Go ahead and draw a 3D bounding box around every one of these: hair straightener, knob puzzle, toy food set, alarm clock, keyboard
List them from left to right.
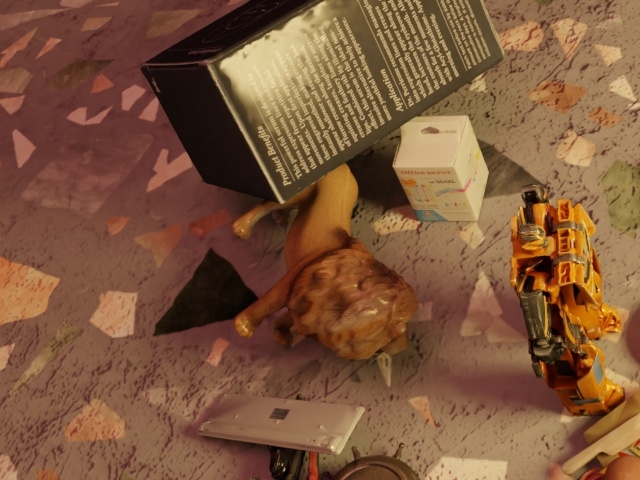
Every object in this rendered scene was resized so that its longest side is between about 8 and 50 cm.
[{"bbox_3d":[-0.056,0.230,1.374,0.256,0.014,0.072,-2,38,43],"label":"keyboard"},{"bbox_3d":[-0.044,0.281,1.326,0.089,0.047,0.230,-3,43,6],"label":"hair straightener"},{"bbox_3d":[0.069,0.332,1.254,0.129,0.064,0.192,-23,52,8],"label":"alarm clock"},{"bbox_3d":[0.325,0.291,1.131,0.128,0.071,0.218,-32,52,18],"label":"toy food set"},{"bbox_3d":[0.411,0.227,1.172,0.213,0.030,0.213,-17,58,28],"label":"knob puzzle"}]

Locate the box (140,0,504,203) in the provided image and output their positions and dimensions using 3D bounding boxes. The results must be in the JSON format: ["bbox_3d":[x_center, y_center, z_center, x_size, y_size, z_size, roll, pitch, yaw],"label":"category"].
[{"bbox_3d":[-0.002,-0.252,1.511,0.395,0.212,0.293,-33,21,-17],"label":"box"}]

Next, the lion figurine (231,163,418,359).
[{"bbox_3d":[0.000,0.000,1.447,0.240,0.142,0.392,-34,50,32],"label":"lion figurine"}]

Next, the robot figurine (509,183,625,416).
[{"bbox_3d":[0.276,0.067,1.196,0.085,0.291,0.211,-8,54,21],"label":"robot figurine"}]

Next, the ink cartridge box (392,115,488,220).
[{"bbox_3d":[0.164,-0.103,1.477,0.092,0.143,0.090,0,56,26],"label":"ink cartridge box"}]
